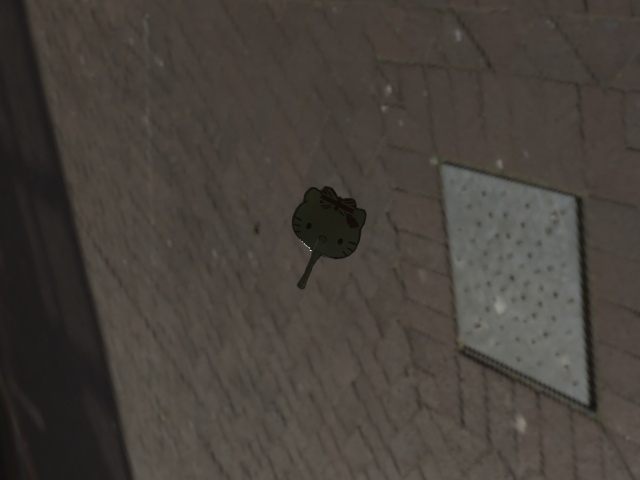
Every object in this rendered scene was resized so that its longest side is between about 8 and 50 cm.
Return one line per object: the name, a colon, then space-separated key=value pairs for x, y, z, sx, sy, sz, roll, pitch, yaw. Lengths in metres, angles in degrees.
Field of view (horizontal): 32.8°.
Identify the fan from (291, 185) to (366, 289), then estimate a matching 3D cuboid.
fan: x=0.000 y=0.000 z=0.830 sx=0.056 sy=0.083 sz=0.004 roll=27 pitch=165 yaw=-5
